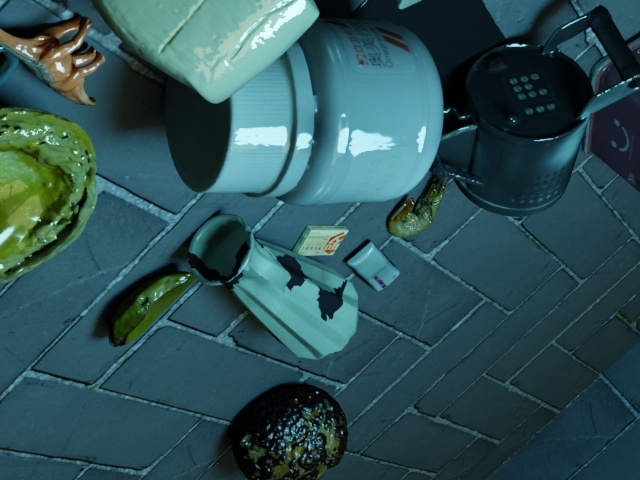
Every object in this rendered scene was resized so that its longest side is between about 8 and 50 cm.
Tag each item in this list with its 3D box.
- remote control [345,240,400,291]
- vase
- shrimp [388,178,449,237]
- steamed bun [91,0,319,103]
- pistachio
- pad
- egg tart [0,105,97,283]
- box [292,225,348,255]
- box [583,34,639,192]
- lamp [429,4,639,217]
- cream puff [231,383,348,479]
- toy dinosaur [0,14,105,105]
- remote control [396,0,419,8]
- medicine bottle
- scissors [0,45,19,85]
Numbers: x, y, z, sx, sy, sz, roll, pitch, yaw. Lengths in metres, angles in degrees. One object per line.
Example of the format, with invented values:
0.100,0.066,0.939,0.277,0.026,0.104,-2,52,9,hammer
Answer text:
0.098,0.052,2.091,0.065,0.029,0.166,-41,149,3,remote control
-0.070,0.075,1.839,0.165,0.165,0.360,-42,144,7,vase
0.171,-0.062,2.020,0.095,0.045,0.162,4,138,-21,shrimp
-0.141,-0.287,1.241,0.200,0.155,0.250,-41,110,7,steamed bun
-0.269,0.095,1.743,0.173,0.049,0.089,-44,172,6,pistachio
0.151,-0.287,1.724,0.247,0.007,0.367,-43,150,7,pad
-0.393,-0.060,1.342,0.288,0.118,0.288,-28,146,-20,egg tart
0.000,0.000,1.933,0.093,0.015,0.058,0,131,-45,box
0.622,-0.238,2.128,0.193,0.167,0.294,-33,149,-12,box
0.334,-0.177,1.854,0.374,0.205,0.272,-23,148,6,lamp
-0.055,0.400,2.257,0.239,0.165,0.239,-26,150,-17,cream puff
-0.300,-0.217,1.282,0.101,0.055,0.279,-43,152,-11,toy dinosaur
0.145,-0.448,1.463,0.109,0.055,0.313,-29,144,-27,remote control
-0.023,-0.166,1.465,0.306,0.245,0.245,-5,136,-31,medicine bottle
-0.460,-0.148,1.227,0.289,0.041,0.138,-36,157,-5,scissors
